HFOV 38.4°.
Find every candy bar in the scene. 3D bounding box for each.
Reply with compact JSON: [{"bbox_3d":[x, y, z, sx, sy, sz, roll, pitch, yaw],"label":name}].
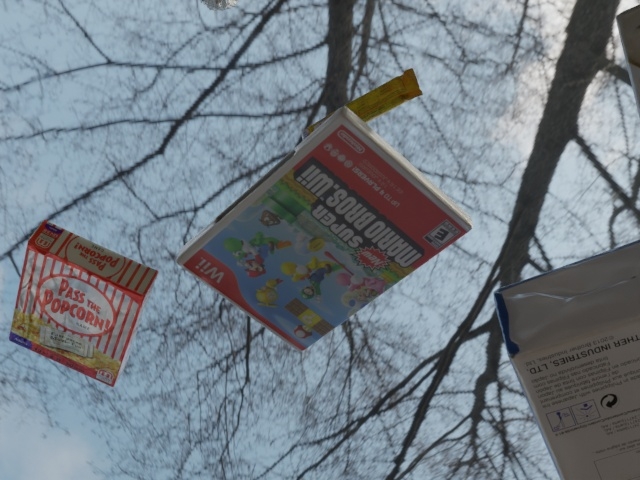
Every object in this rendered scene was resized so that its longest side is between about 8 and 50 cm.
[{"bbox_3d":[0.041,-0.143,1.041,0.162,0.018,0.040,-27,-121,25],"label":"candy bar"}]

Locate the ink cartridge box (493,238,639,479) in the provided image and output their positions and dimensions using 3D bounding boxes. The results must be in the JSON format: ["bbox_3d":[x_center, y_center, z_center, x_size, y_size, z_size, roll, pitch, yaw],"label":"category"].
[{"bbox_3d":[0.372,0.198,0.932,0.270,0.151,0.395,-20,-70,15],"label":"ink cartridge box"}]

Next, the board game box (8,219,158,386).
[{"bbox_3d":[-0.290,0.080,1.111,0.147,0.193,0.045,24,-138,-3],"label":"board game box"}]

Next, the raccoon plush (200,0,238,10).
[{"bbox_3d":[-0.143,-0.403,1.199,0.216,0.446,0.299,14,-127,13],"label":"raccoon plush"}]

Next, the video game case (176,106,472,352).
[{"bbox_3d":[0.000,0.000,1.053,0.204,0.285,0.025,38,-148,-22],"label":"video game case"}]

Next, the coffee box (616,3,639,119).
[{"bbox_3d":[0.230,-0.035,0.258,0.247,0.098,0.141,-18,-115,30],"label":"coffee box"}]
